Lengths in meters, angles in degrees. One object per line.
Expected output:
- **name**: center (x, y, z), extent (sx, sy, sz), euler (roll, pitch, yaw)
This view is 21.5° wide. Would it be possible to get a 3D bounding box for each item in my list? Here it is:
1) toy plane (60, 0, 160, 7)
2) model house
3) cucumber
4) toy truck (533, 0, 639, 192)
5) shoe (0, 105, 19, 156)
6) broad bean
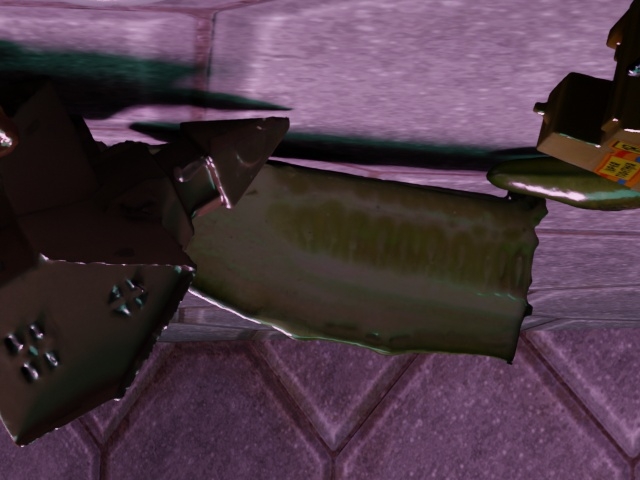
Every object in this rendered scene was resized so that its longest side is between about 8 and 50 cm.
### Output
- **toy plane**: center (-0.091, -0.110, 0.532), extent (0.174, 0.080, 0.174), euler (-1, 172, 0)
- **model house**: center (-0.132, -0.033, 1.037), extent (0.248, 0.176, 0.181), euler (-30, -141, -12)
- **cucumber**: center (-0.001, 0.002, 1.216), extent (0.325, 0.145, 0.105), euler (10, 177, -23)
- **toy truck**: center (0.175, -0.072, 0.650), extent (0.127, 0.127, 0.257), euler (17, 170, -7)
- **shoe**: center (-0.210, -0.074, 0.900), extent (0.069, 0.072, 0.109), euler (40, -176, 23)
- **broad bean**: center (0.258, -0.044, 1.169), extent (0.297, 0.043, 0.060), euler (-3, 165, 21)
